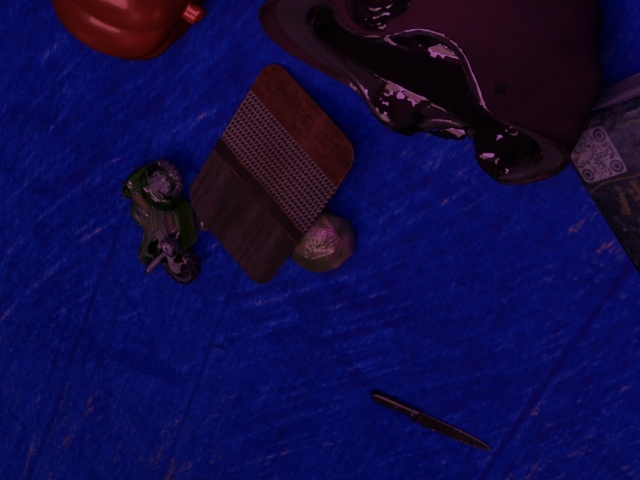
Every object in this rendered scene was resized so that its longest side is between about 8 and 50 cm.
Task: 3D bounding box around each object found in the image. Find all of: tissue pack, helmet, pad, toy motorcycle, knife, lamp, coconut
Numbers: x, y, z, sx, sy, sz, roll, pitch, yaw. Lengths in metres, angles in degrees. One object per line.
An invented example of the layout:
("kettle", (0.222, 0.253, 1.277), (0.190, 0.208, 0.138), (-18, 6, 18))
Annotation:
("tissue pack", (0.376, -0.051, 1.581), (0.185, 0.081, 0.257), (-20, 111, 42))
("helmet", (0.129, -0.211, 1.518), (0.338, 0.197, 0.271), (31, 172, 19))
("pad", (-0.031, -0.014, 1.802), (0.250, 0.055, 0.323), (-55, 49, 36))
("toy motorcycle", (-0.206, -0.029, 1.991), (0.106, 0.074, 0.190), (21, 134, 32))
("knife", (0.141, 0.235, 2.008), (0.170, 0.010, 0.023), (23, 132, 14))
("lamp", (-0.196, -0.285, 1.704), (0.164, 0.187, 0.188), (31, 135, 7))
("coconut", (0.000, 0.000, 1.868), (0.083, 0.081, 0.082), (32, 129, 3))
